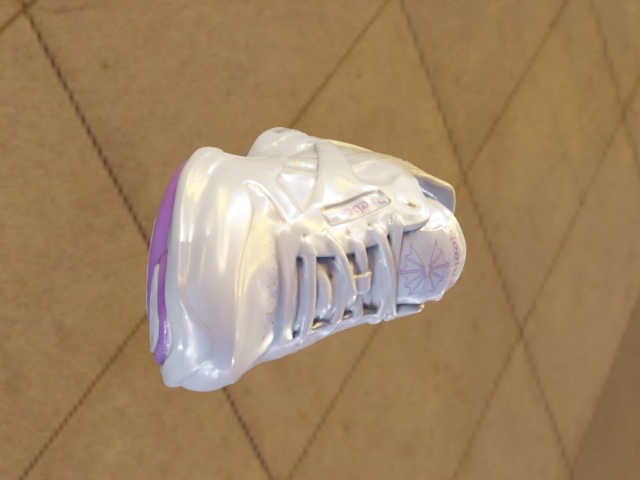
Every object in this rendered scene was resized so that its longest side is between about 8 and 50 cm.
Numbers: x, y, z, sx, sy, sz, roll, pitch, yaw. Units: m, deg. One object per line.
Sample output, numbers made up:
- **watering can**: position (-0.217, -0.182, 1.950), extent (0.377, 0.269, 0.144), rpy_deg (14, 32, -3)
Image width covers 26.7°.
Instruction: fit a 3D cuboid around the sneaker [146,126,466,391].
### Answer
- **sneaker**: position (0.000, 0.000, 0.765), extent (0.305, 0.152, 0.114), rpy_deg (-49, 146, -65)
